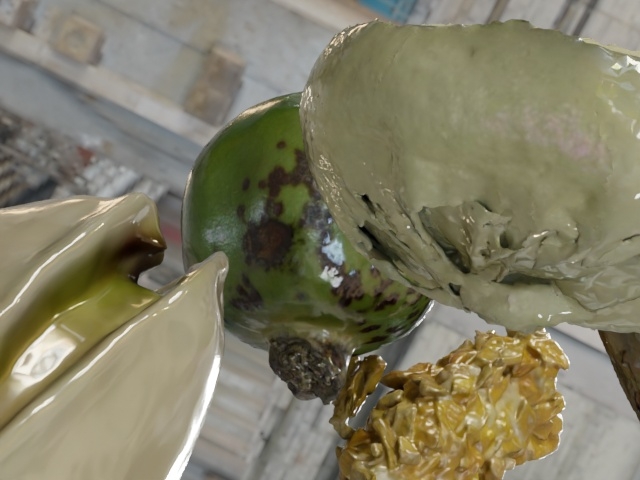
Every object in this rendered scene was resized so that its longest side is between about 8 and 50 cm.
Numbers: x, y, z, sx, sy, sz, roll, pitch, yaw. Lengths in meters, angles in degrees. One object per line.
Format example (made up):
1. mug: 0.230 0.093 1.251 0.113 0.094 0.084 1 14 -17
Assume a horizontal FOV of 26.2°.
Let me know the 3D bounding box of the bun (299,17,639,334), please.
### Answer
1. bun: 0.119 -0.023 0.733 0.287 0.287 0.146 -172 -83 -88

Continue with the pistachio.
1. pistachio: -0.171 0.104 0.568 0.332 0.208 0.226 -42 179 -20

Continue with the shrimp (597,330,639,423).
1. shrimp: 0.273 0.083 1.048 0.117 0.262 0.066 -19 177 30

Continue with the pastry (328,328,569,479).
1. pastry: 0.108 0.158 1.210 0.250 0.154 0.102 -21 -167 -31

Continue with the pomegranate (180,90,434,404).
1. pomegranate: 0.000 0.000 1.145 0.254 0.254 0.270 119 -22 -58
